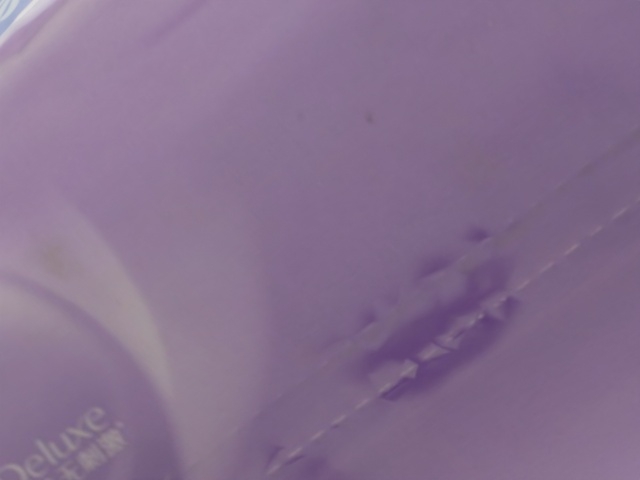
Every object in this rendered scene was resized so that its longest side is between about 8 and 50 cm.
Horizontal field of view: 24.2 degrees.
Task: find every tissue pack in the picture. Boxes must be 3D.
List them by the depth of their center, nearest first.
[{"bbox_3d":[0.000,0.000,0.433,0.338,0.160,0.242,-38,-63,12],"label":"tissue pack"}]
